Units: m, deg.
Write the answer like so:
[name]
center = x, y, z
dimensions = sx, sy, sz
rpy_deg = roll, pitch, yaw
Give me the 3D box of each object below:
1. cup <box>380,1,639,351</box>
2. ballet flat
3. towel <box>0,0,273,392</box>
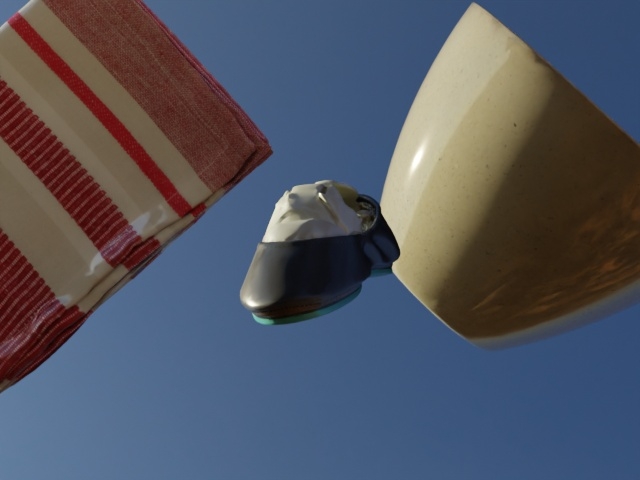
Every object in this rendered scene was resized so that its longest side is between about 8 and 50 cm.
[cup]
center = 0.192, -0.032, 0.999
dimensions = 0.331, 0.331, 0.237
rpy_deg = 39, -76, -12
[ballet flat]
center = 0.000, 0.000, 0.599
dimensions = 0.074, 0.203, 0.074
rpy_deg = 2, -84, 16
[towel]
center = -0.234, -0.053, 0.836
dimensions = 0.329, 0.037, 0.237
rpy_deg = -43, -97, -4
